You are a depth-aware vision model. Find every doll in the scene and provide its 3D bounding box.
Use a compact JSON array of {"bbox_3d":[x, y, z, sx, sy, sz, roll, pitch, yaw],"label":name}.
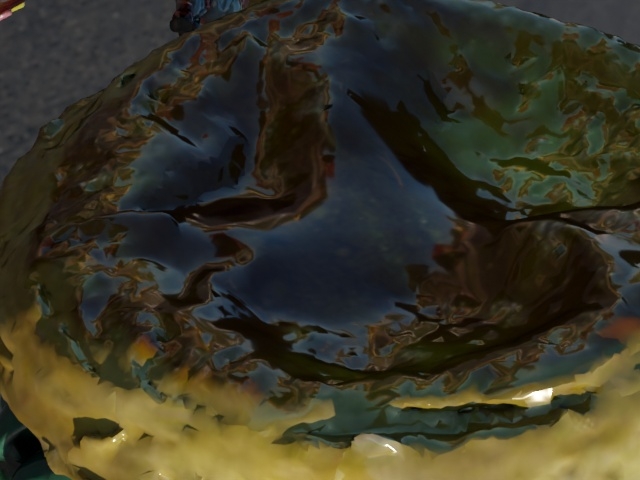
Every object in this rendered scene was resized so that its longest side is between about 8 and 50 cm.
[{"bbox_3d":[-0.096,-0.216,1.410,0.169,0.057,0.109,-41,131,-62],"label":"doll"}]

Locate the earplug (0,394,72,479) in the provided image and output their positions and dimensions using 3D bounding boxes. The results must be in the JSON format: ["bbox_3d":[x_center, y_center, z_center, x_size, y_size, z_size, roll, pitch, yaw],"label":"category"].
[{"bbox_3d":[-0.187,0.152,1.418,0.164,0.257,0.280,11,34,-32],"label":"earplug"}]

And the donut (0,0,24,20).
[{"bbox_3d":[-0.340,-0.283,1.605,0.270,0.269,0.103,-70,141,-54],"label":"donut"}]

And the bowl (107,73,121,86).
[{"bbox_3d":[0.000,0.000,1.226,0.354,0.353,0.185,-35,138,-66],"label":"bowl"}]

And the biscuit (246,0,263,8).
[{"bbox_3d":[-0.114,-0.375,1.991,0.213,0.091,0.274,41,-26,15],"label":"biscuit"}]

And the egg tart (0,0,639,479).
[{"bbox_3d":[0.037,0.028,0.858,0.443,0.443,0.178,-75,165,-51],"label":"egg tart"}]
